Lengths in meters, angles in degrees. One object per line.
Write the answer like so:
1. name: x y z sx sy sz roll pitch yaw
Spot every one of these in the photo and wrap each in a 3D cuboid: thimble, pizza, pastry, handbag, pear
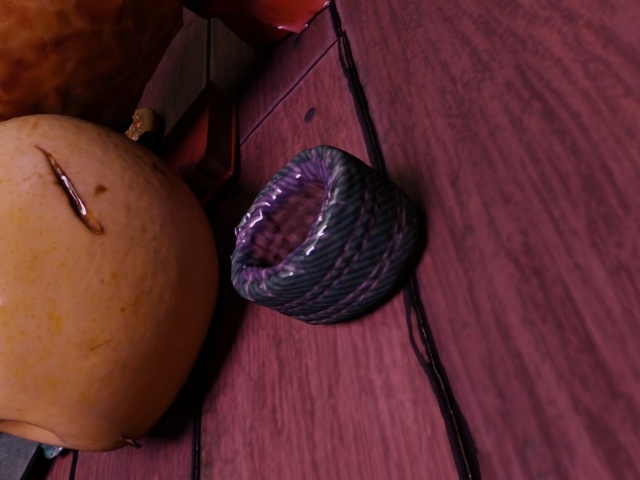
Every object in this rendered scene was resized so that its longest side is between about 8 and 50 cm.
1. thimble: 0.001 0.000 0.504 0.135 0.090 0.119 -40 37 31
2. pizza: -0.324 -0.174 1.163 0.131 0.041 0.178 -48 33 22
3. pastry: -0.327 -0.253 0.709 0.388 0.388 0.313 -32 78 38
4. handbag: -0.164 -0.108 0.864 0.127 0.062 0.190 -42 33 27
5. pear: -0.247 0.044 0.634 0.309 0.309 0.309 -35 39 35

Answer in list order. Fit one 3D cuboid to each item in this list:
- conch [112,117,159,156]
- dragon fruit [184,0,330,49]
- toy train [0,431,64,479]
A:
1. conch: -0.324 -0.071 0.884 0.240 0.186 0.313 -33 5 36
2. dragon fruit: -0.088 -0.422 0.853 0.305 0.225 0.306 -36 40 38
3. toy train: -0.419 0.282 0.861 0.298 0.120 0.194 -63 24 -6
